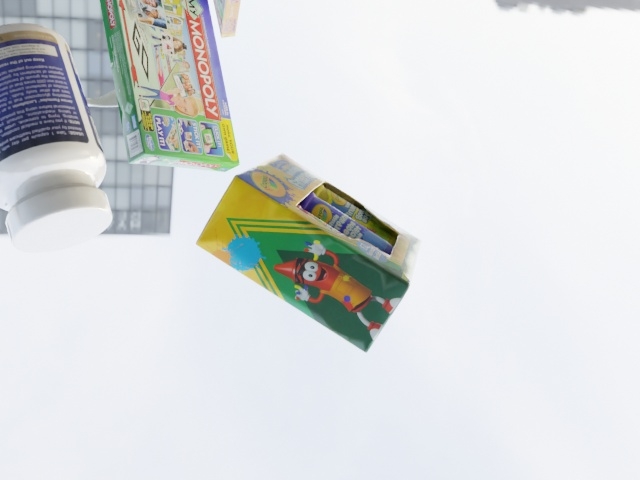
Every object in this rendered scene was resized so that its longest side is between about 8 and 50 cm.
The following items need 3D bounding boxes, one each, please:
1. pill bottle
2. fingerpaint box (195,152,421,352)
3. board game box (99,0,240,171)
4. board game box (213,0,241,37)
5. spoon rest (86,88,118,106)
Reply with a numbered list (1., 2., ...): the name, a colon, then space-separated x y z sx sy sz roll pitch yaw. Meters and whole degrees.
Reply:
1. pill bottle: -0.361 -0.127 1.173 0.153 0.153 0.264 -12 -110 -28
2. fingerpaint box: 0.000 0.000 1.844 0.371 0.163 0.445 32 -166 3
3. board game box: -0.249 -0.276 1.532 0.214 0.046 0.317 0 -106 -50
4. board game box: -0.168 -0.460 1.636 0.039 0.259 0.124 -11 -95 -12
5. spoon rest: -0.407 -0.292 1.850 0.276 0.084 0.137 16 179 -39
